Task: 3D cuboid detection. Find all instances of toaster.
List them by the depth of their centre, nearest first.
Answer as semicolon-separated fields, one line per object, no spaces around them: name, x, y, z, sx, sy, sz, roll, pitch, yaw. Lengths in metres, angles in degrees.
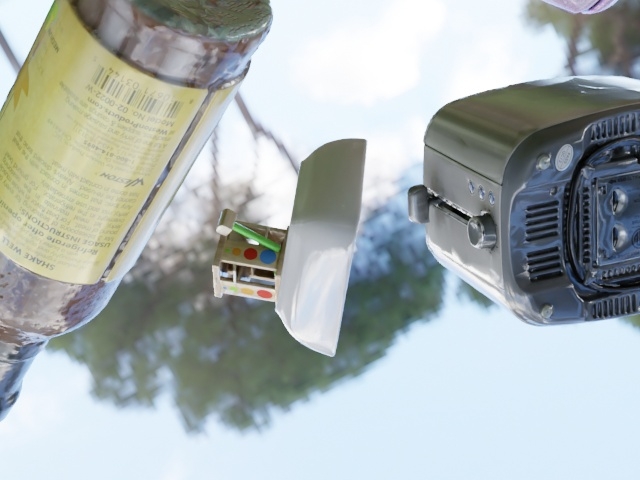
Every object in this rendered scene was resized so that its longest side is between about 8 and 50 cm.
toaster;0.168;-0.034;1.160;0.227;0.129;0.146;-12;-160;-25

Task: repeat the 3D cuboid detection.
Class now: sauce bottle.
sauce bottle;-0.147;-0.023;1.075;0.344;0.111;0.111;-55;-176;33

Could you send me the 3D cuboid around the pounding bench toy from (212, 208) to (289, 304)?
pounding bench toy;-0.051;0.010;1.555;0.065;0.083;0.052;10;-121;6

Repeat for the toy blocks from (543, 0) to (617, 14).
toy blocks;0.041;-0.253;0.544;0.260;0.289;0.309;-8;158;-30

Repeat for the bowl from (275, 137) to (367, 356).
bowl;0.000;0.000;1.479;0.053;0.142;0.142;10;-143;0
